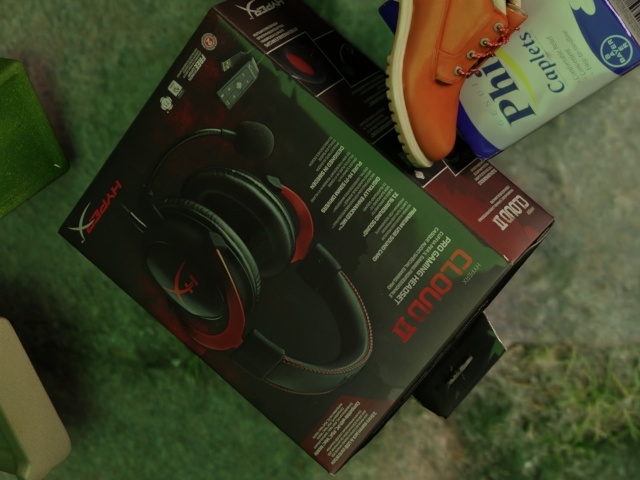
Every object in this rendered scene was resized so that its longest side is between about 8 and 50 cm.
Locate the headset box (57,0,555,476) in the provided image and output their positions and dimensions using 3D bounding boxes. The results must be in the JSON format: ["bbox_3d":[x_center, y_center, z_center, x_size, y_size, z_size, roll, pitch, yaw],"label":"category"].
[{"bbox_3d":[0.000,0.000,1.366,0.293,0.110,0.218,42,118,6],"label":"headset box"}]

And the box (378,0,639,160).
[{"bbox_3d":[0.132,-0.140,1.283,0.137,0.072,0.126,-33,92,30],"label":"box"}]

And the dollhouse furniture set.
[{"bbox_3d":[-0.282,0.022,1.525,0.197,0.151,0.301,8,130,43],"label":"dollhouse furniture set"}]

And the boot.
[{"bbox_3d":[0.086,-0.120,1.237,0.085,0.059,0.158,6,108,17],"label":"boot"}]
